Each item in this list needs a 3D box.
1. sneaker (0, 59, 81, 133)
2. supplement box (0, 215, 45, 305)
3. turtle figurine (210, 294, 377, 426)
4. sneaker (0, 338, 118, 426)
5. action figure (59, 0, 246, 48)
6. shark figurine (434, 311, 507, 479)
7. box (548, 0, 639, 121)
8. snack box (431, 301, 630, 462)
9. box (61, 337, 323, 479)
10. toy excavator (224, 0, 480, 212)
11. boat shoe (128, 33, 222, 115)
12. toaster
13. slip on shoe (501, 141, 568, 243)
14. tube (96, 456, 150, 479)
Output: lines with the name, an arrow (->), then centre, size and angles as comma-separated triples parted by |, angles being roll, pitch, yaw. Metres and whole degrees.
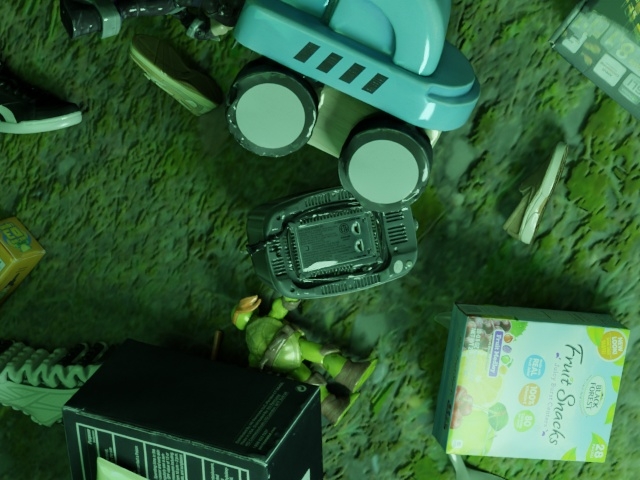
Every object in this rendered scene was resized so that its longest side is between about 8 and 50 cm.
sneaker -> -0.430, -0.212, 2.091 | 0.217, 0.079, 0.121 | 2, 105, 24
supplement box -> -0.499, 0.070, 2.194 | 0.233, 0.078, 0.080 | -44, 81, 25
turtle figurine -> -0.036, 0.131, 2.002 | 0.217, 0.087, 0.269 | 34, 114, 12
sneaker -> -0.415, 0.210, 2.183 | 0.292, 0.110, 0.118 | 2, 113, 24
action figure -> -0.174, -0.314, 1.888 | 0.185, 0.285, 0.099 | 109, 152, -44
shark figurine -> 0.179, 0.204, 1.915 | 0.166, 0.116, 0.278 | 24, 109, 18
box -> 0.501, -0.220, 1.677 | 0.395, 0.097, 0.318 | 42, 118, 8
snack box -> 0.252, 0.171, 1.838 | 0.207, 0.070, 0.174 | 4, 104, -14
box -> -0.160, 0.317, 2.017 | 0.294, 0.183, 0.296 | 12, 124, 20
toy excavator -> 0.021, -0.322, 1.722 | 0.433, 0.222, 0.445 | 25, 116, -3
boat shoe -> -0.194, -0.210, 1.968 | 0.048, 0.153, 0.056 | -30, 47, 32
toaster -> 0.000, 0.000, 1.886 | 0.227, 0.146, 0.129 | -13, 96, -15
slip on shoe -> 0.260, -0.062, 1.848 | 0.041, 0.051, 0.135 | 25, 120, 13
tube -> -0.263, 0.383, 1.963 | 0.062, 0.070, 0.240 | -119, 36, -48
